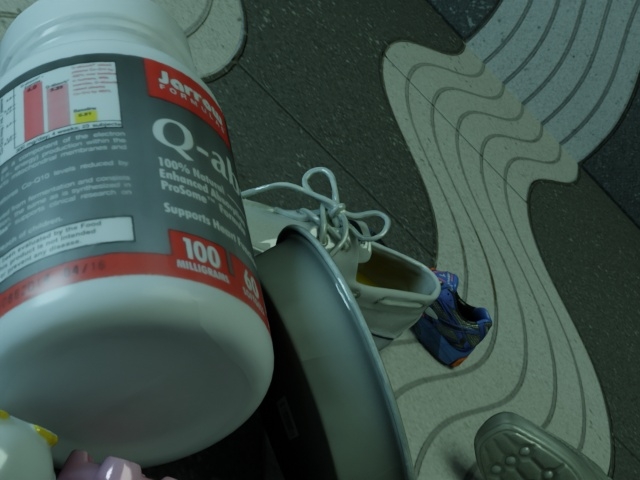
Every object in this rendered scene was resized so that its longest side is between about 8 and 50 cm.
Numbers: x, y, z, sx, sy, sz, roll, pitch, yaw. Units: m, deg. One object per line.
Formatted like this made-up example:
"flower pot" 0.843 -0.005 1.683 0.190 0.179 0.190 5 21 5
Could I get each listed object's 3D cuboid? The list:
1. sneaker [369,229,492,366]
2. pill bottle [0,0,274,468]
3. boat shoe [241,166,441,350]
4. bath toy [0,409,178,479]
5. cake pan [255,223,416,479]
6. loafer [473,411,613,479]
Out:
"sneaker" 0.128 0.058 1.332 0.221 0.087 0.083 42 27 -18
"pill bottle" -0.166 -0.024 0.833 0.210 0.210 0.362 28 34 -39
"boat shoe" 0.003 0.007 1.120 0.367 0.156 0.135 29 33 -38
"bath toy" -0.123 0.215 0.699 0.348 0.151 0.129 32 67 -33
"cake pan" -0.005 0.133 0.875 0.054 0.293 0.293 -17 62 -15
"loafer" 0.286 0.300 1.257 0.319 0.112 0.111 47 20 -25
